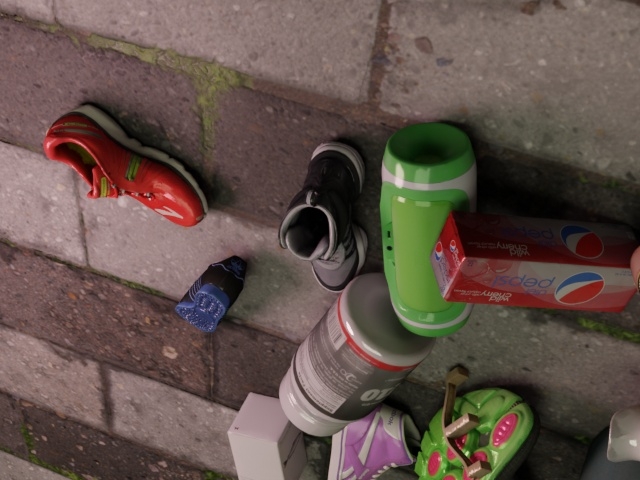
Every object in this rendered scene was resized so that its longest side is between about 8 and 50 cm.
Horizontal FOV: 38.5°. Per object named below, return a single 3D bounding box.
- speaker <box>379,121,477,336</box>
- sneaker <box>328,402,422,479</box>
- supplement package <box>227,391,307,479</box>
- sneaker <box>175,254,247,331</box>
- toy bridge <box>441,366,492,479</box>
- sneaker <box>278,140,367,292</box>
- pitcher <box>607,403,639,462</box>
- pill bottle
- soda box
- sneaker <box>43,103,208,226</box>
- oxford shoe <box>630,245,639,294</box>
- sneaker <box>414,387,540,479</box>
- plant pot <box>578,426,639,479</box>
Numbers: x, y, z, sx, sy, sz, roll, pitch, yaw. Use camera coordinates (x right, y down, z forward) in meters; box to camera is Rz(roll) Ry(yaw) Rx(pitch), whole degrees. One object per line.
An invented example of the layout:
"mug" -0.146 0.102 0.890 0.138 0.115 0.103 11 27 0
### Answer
"speaker" 0.153 -0.009 1.268 0.131 0.131 0.297 9 131 20
"sneaker" 0.102 0.405 1.660 0.161 0.102 0.282 13 132 13
"supplement package" -0.098 0.395 1.748 0.105 0.105 0.179 10 131 20
"sneaker" -0.180 0.091 1.561 0.081 0.090 0.232 38 155 -9
"toy bridge" 0.222 0.295 1.446 0.026 0.188 0.063 22 132 -31
"sneaker" 0.000 0.000 1.332 0.101 0.153 0.269 14 132 16
"pitcher" 0.530 0.282 1.263 0.207 0.177 0.126 14 114 41
"pill bottle" 0.050 0.191 1.462 0.161 0.161 0.283 33 135 -2
"soda box" 0.282 0.029 1.183 0.263 0.083 0.092 4 136 -15
"sneaker" -0.310 -0.093 1.435 0.279 0.118 0.107 33 135 -1
"oxford shoe" 0.508 0.157 1.170 0.140 0.147 0.397 -26 130 31
"sneaker" 0.274 0.430 1.571 0.202 0.185 0.483 1 129 -18
"plant pot" 0.495 0.465 1.346 0.341 0.334 0.341 14 133 16
